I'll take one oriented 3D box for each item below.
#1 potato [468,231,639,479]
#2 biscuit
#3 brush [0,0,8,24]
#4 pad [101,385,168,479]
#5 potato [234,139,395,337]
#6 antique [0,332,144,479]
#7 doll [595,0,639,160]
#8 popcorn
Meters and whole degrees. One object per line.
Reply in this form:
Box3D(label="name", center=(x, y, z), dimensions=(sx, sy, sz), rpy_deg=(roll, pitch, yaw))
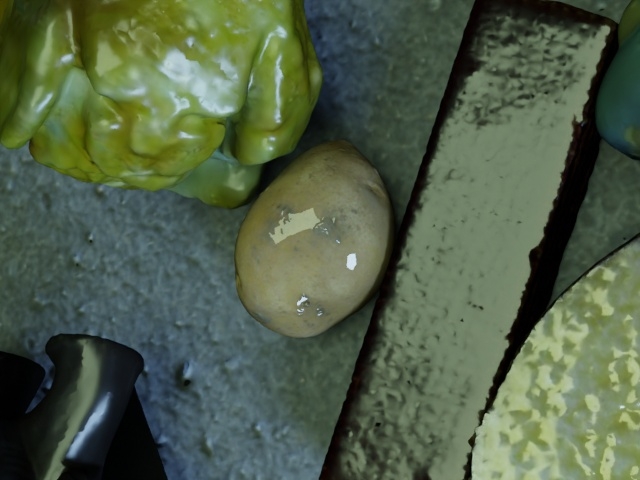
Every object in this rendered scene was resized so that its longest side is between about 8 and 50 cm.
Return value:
Box3D(label="potato", center=(0.238, 0.125, 0.879), dimensions=(0.239, 0.116, 0.299), rpy_deg=(38, 89, 13))
Box3D(label="biscuit", center=(0.109, 0.019, 0.957), dimensions=(0.107, 0.073, 0.388), rpy_deg=(19, 93, 22))
Box3D(label="brush", center=(-0.274, -0.157, 1.151), dimensions=(0.083, 0.011, 0.205), rpy_deg=(34, 99, 19))
Box3D(label="pad", center=(-0.169, 0.266, 1.002), dimensions=(0.202, 0.005, 0.299), rpy_deg=(-44, 42, 12))
Box3D(label="potato", center=(-0.001, 0.002, 0.985), dimensions=(0.112, 0.112, 0.147), rpy_deg=(31, 104, 20))
Box3D(label="antique", center=(-0.296, 0.191, 1.011), dimensions=(0.322, 0.185, 0.255), rpy_deg=(-6, 68, 43))
Box3D(label="doll", center=(0.283, -0.164, 0.855), dimensions=(0.177, 0.161, 0.260), rpy_deg=(21, 95, 20))
Box3D(label="popcorn", center=(-0.109, -0.157, 0.964), dimensions=(0.276, 0.225, 0.276), rpy_deg=(-15, 68, 39))
